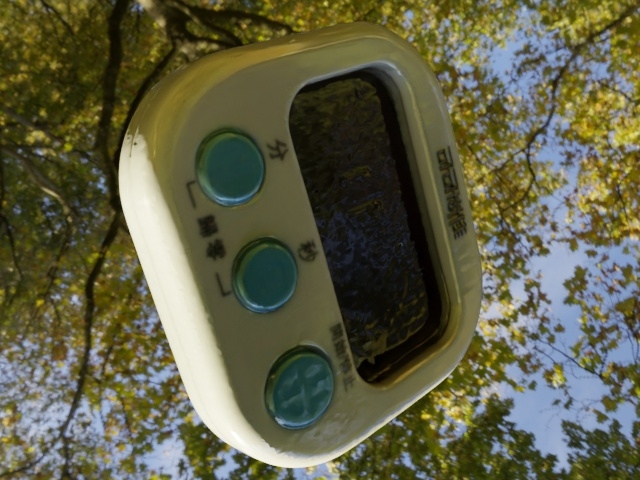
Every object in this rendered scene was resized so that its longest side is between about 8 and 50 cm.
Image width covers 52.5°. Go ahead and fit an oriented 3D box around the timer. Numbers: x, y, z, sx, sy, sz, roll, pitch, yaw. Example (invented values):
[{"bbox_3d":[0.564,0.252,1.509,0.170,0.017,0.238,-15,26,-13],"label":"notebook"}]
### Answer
[{"bbox_3d":[0.000,0.000,0.432,0.237,0.262,0.087,-26,-163,-36],"label":"timer"}]
